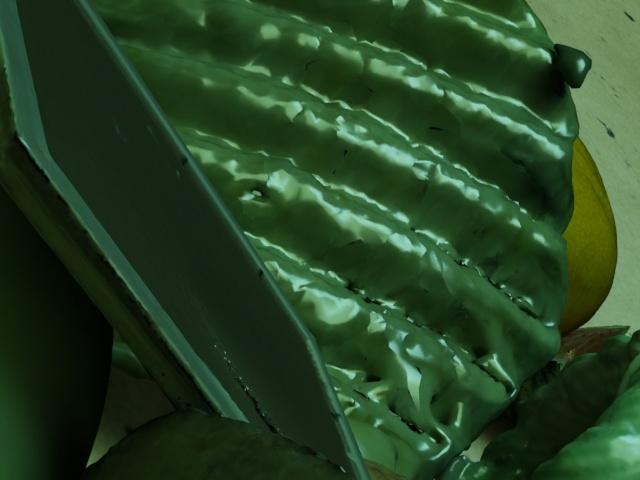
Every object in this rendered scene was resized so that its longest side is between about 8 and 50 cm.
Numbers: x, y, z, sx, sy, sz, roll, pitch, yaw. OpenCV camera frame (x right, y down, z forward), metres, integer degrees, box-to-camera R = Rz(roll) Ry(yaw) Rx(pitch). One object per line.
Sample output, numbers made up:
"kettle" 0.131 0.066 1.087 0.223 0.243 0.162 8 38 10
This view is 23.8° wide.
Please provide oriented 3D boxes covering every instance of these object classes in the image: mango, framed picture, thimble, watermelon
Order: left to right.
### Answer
"framed picture" -0.038 0.014 0.480 0.273 0.016 0.216 58 4 -37
"mango" 0.120 -0.014 1.048 0.187 0.144 0.359 44 19 -5
"watermelon" 0.155 0.100 1.038 0.163 0.087 0.069 -11 92 -61
"thimble" 0.140 0.157 0.760 0.150 0.219 0.219 48 24 0

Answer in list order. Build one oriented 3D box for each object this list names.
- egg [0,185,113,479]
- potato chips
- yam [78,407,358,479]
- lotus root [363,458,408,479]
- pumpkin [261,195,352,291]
"egg" -0.170 0.030 0.429 0.220 0.220 0.269 39 16 -16
"potato chips" -0.025 -0.056 0.809 0.389 0.097 0.373 39 56 3
"yam" -0.060 0.183 0.349 0.161 0.268 0.161 33 -19 13
"lotus root" -0.016 0.160 0.584 0.154 0.140 0.257 46 26 16
"pumpkin" 0.000 0.000 0.958 0.074 0.054 0.083 58 6 18
